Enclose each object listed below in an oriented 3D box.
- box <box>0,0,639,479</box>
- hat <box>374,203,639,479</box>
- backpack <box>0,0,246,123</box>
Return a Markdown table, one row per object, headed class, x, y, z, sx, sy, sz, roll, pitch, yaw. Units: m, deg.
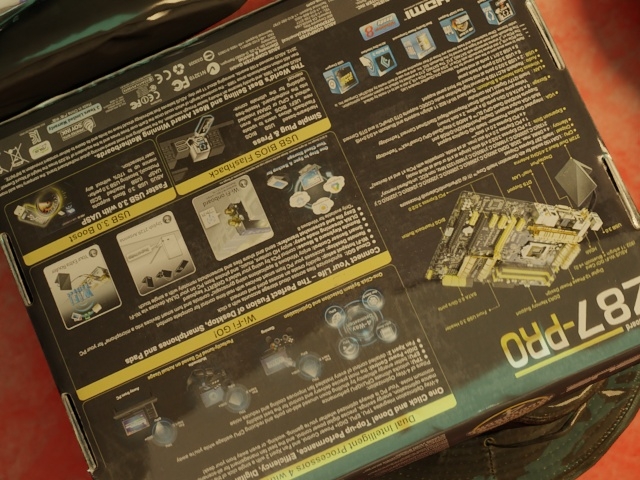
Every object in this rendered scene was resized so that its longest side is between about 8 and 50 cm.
| class | x | y | z | sx | sy | sz | roll | pitch | yaw |
| --- | --- | --- | --- | --- | --- | --- | --- | --- | --- |
| box | 0.000 | 0.000 | 1.162 | 0.395 | 0.097 | 0.318 | -25 | 75 | 0 |
| hat | 0.118 | 0.070 | 1.265 | 0.331 | 0.134 | 0.331 | -2 | 98 | -12 |
| backpack | -0.240 | -0.266 | 1.106 | 0.290 | 0.273 | 0.355 | -23 | 89 | -2 |
